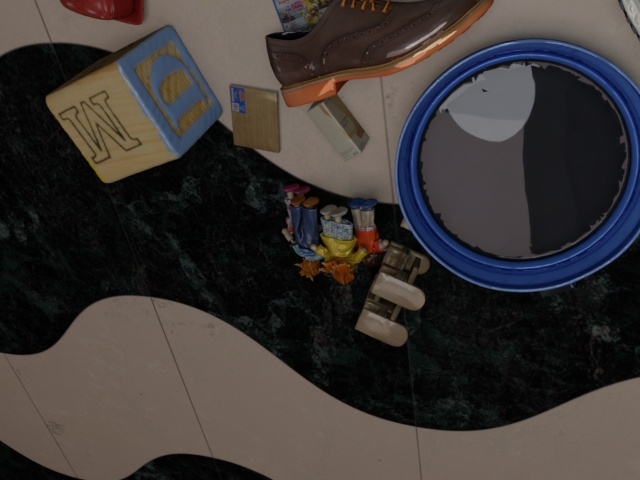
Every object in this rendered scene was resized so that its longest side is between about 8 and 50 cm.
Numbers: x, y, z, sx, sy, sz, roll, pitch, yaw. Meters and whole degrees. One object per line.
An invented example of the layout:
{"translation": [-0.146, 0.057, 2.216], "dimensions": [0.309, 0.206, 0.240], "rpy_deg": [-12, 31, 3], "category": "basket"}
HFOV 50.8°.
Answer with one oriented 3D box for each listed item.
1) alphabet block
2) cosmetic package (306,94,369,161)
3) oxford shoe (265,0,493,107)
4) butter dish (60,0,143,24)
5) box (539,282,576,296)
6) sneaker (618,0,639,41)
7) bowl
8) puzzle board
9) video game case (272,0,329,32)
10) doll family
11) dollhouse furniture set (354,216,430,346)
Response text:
{"translation": [-0.335, -0.246, 1.235], "dimensions": [0.197, 0.192, 0.193], "rpy_deg": [-14, 118, 31], "category": "alphabet block"}
{"translation": [0.033, -0.204, 1.194], "dimensions": [0.041, 0.060, 0.115], "rpy_deg": [-26, 115, 35], "category": "cosmetic package"}
{"translation": [0.076, -0.321, 1.026], "dimensions": [0.364, 0.130, 0.132], "rpy_deg": [-17, 113, 24], "category": "oxford shoe"}
{"translation": [-0.395, -0.443, 1.150], "dimensions": [0.160, 0.118, 0.159], "rpy_deg": [19, 132, 9], "category": "butter dish"}
{"translation": [0.430, 0.063, 1.260], "dimensions": [0.067, 0.018, 0.083], "rpy_deg": [-19, 117, 33], "category": "box"}
{"translation": [0.491, -0.282, 0.884], "dimensions": [0.122, 0.110, 0.283], "rpy_deg": [-35, 94, 32], "category": "sneaker"}
{"translation": [0.315, -0.113, 1.052], "dimensions": [0.391, 0.077, 0.391], "rpy_deg": [4, 109, 11], "category": "bowl"}
{"translation": [-0.123, -0.230, 1.273], "dimensions": [0.096, 0.011, 0.128], "rpy_deg": [13, 130, 15], "category": "puzzle board"}
{"translation": [-0.002, -0.349, 1.122], "dimensions": [0.119, 0.015, 0.166], "rpy_deg": [-5, 124, 28], "category": "video game case"}
{"translation": [0.000, 0.000, 1.288], "dimensions": [0.263, 0.118, 0.163], "rpy_deg": [16, 127, 38], "category": "doll family"}
{"translation": [0.192, 0.065, 1.243], "dimensions": [0.161, 0.212, 0.242], "rpy_deg": [24, 107, 4], "category": "dollhouse furniture set"}
